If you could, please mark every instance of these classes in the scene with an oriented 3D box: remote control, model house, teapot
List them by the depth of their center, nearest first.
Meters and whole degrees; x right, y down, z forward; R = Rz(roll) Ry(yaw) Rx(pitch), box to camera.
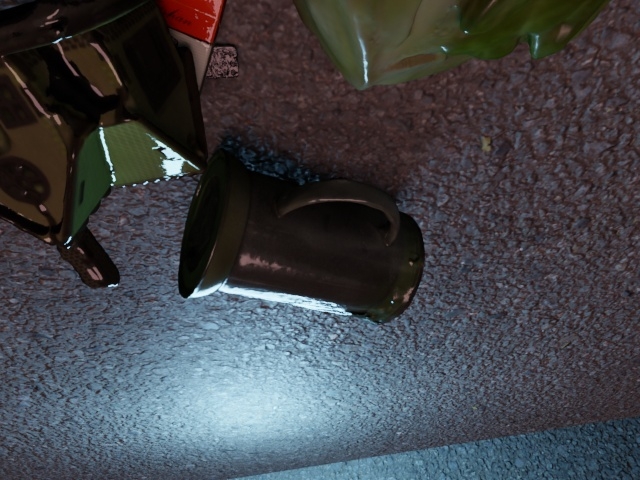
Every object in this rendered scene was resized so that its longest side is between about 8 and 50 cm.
[{"bbox_3d":[-0.193,-0.077,0.438,0.219,0.204,0.278,-8,127,14],"label":"model house"},{"bbox_3d":[-0.142,-0.204,0.542,0.096,0.014,0.039,-3,130,-6],"label":"remote control"},{"bbox_3d":[0.000,0.000,0.666,0.337,0.200,0.270,14,147,-26],"label":"teapot"}]

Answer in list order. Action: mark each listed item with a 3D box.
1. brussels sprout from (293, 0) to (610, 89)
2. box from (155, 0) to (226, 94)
[{"bbox_3d":[0.122,-0.259,0.326,0.328,0.247,0.328,-19,145,-14],"label":"brussels sprout"},{"bbox_3d":[-0.165,-0.206,0.495,0.100,0.048,0.152,17,128,-17],"label":"box"}]
